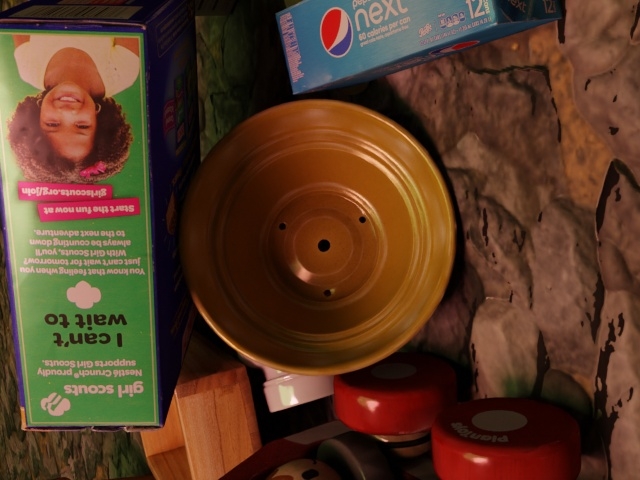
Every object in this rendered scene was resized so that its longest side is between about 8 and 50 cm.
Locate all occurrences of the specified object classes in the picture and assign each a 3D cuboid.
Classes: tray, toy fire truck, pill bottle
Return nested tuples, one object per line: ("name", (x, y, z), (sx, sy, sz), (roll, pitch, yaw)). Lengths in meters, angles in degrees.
("tray", (-0.145, 0.202, 0.980), (0.411, 0.076, 0.203), (-170, 68, -69))
("toy fire truck", (0.030, 0.205, 0.636), (0.302, 0.253, 0.169), (15, 111, 56))
("pill bottle", (-0.036, 0.055, 0.829), (0.108, 0.108, 0.194), (-29, 75, 56))

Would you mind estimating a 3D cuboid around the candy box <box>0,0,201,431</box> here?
("candy box", (-0.171, -0.044, 0.754), (0.268, 0.122, 0.317), (-91, 1, -69))

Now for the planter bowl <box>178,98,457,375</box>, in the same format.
("planter bowl", (0.000, 0.000, 0.733), (0.090, 0.217, 0.217), (50, -156, -83))

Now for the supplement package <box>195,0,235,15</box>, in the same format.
("supplement package", (-0.165, -0.383, 0.863), (0.262, 0.145, 0.204), (64, 144, 21))

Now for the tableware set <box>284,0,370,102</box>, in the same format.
("tableware set", (0.029, -0.197, 0.736), (0.168, 0.020, 0.141), (-29, 80, 52))

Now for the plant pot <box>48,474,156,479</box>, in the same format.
("plant pot", (-0.302, 0.423, 1.268), (0.205, 0.188, 0.205), (23, 118, 53))

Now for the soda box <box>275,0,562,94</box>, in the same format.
("soda box", (0.060, -0.160, 0.634), (0.210, 0.071, 0.067), (-6, 98, 52))
